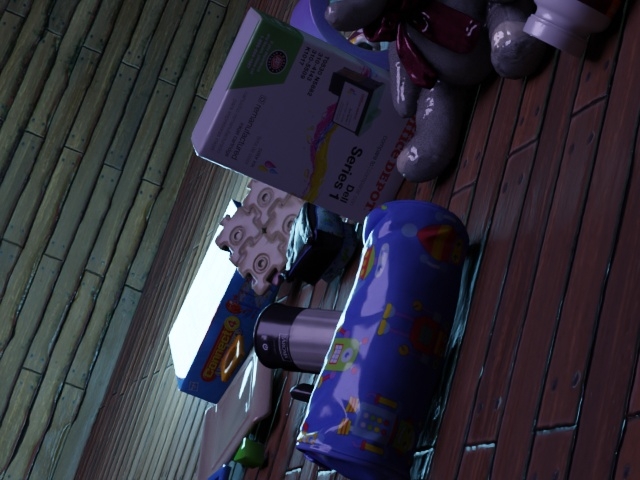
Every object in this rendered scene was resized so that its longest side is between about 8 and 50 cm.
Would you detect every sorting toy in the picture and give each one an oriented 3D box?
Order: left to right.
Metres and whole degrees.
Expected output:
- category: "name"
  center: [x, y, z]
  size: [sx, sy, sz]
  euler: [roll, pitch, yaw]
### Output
- category: "sorting toy"
  center: [-0.119, 0.268, 1.751]
  size: [0.196, 0.047, 0.347]
  euler: [-52, 21, 31]

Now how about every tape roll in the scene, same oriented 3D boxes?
- category: "tape roll"
  center: [0.054, -0.325, 1.739]
  size: [0.080, 0.189, 0.189]
  euler: [-42, 29, 56]

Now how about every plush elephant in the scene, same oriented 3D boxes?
- category: "plush elephant"
  center: [0.109, -0.293, 1.379]
  size: [0.272, 0.255, 0.330]
  euler: [-47, 25, 51]

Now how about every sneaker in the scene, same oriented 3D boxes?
- category: "sneaker"
  center: [0.043, -0.288, 1.955]
  size: [0.185, 0.070, 0.084]
  euler: [-59, 12, 30]

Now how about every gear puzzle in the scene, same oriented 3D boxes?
- category: "gear puzzle"
  center: [-0.030, -0.081, 1.835]
  size: [0.339, 0.044, 0.175]
  euler: [-52, 50, 10]

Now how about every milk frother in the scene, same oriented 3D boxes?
- category: "milk frother"
  center: [0.017, 0.125, 1.416]
  size: [0.135, 0.129, 0.143]
  euler: [3, 33, 38]

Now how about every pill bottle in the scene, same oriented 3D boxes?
- category: "pill bottle"
  center: [0.265, -0.263, 1.129]
  size: [0.152, 0.086, 0.086]
  euler: [-64, 15, 14]

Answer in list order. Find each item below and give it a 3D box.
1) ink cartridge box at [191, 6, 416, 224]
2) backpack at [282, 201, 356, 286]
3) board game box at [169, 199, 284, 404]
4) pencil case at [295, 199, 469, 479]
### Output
- category: "ink cartridge box"
  center: [-0.007, -0.163, 1.550]
  size: [0.201, 0.278, 0.117]
  euler: [-64, 19, 12]
- category: "backpack"
  center: [0.000, 0.000, 1.652]
  size: [0.105, 0.084, 0.114]
  euler: [-55, 24, 35]
- category: "board game box"
  center: [-0.169, 0.104, 2.072]
  size: [0.301, 0.086, 0.308]
  euler: [-65, 15, 7]
- category: "pencil case"
  center: [0.067, 0.105, 1.201]
  size: [0.133, 0.119, 0.306]
  euler: [-6, 59, 45]
